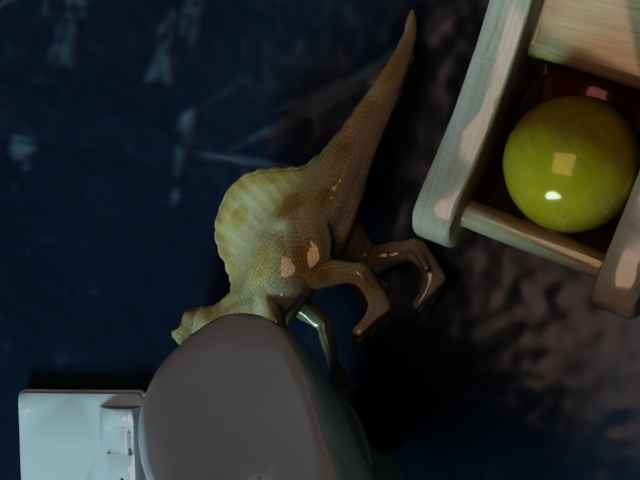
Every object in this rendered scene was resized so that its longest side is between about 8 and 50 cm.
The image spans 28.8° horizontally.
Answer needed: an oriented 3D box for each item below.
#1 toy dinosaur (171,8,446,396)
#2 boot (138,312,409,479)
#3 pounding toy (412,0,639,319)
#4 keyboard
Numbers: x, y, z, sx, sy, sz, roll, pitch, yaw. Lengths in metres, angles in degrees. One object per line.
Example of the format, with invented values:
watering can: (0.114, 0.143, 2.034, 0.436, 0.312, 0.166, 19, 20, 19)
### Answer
toy dinosaur: (0.000, 0.000, 0.495, 0.092, 0.053, 0.183, 43, 107, 21)
boot: (0.018, 0.141, 0.395, 0.095, 0.123, 0.258, -32, 40, 14)
pounding toy: (0.140, -0.102, 0.370, 0.155, 0.154, 0.269, 23, 100, 24)
keyboard: (-0.105, 0.196, 0.570, 0.072, 0.014, 0.256, -3, 88, 31)
